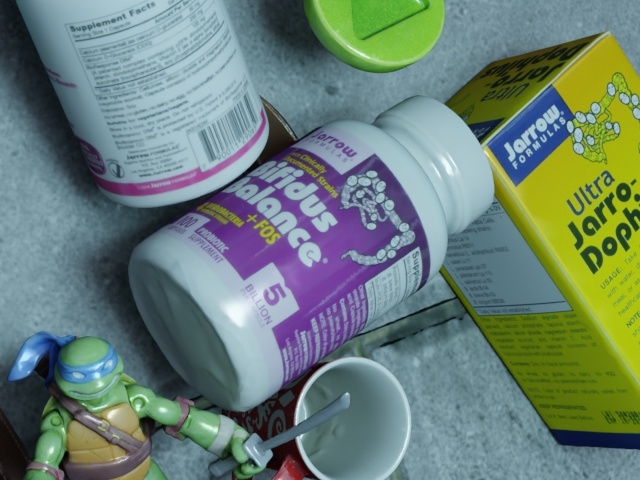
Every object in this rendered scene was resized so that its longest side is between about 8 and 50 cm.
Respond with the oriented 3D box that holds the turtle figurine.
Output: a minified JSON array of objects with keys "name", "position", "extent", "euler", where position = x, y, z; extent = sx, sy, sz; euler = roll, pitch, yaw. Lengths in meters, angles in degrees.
[{"name":"turtle figurine","position":[-0.142,0.219,1.369],"extent":[0.198,0.274,0.266],"euler":[-54,156,-40]}]

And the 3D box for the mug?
[{"name":"mug","position":[-0.027,0.163,1.505],"extent":[0.150,0.169,0.113],"euler":[-17,95,-28]}]

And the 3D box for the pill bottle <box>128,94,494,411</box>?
[{"name":"pill bottle","position":[0.000,0.000,1.465],"extent":[0.301,0.169,0.169],"euler":[-35,103,-25]}]

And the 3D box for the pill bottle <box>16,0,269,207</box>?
[{"name":"pill bottle","position":[-0.158,-0.183,1.415],"extent":[0.160,0.160,0.283],"euler":[-37,125,-26]}]

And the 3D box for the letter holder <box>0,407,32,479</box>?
[{"name":"letter holder","position":[-0.355,0.137,1.340],"extent":[0.214,0.152,0.302],"euler":[-44,107,-26]}]

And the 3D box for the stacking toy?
[{"name":"stacking toy","position":[0.003,-0.285,1.576],"extent":[0.309,0.130,0.279],"euler":[30,62,-13]}]

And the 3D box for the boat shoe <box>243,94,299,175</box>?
[{"name":"boat shoe","position":[-0.027,-0.062,1.583],"extent":[0.064,0.060,0.178],"euler":[-35,103,-26]}]

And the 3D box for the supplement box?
[{"name":"supplement box","position":[0.255,0.007,1.656],"extent":[0.195,0.194,0.356],"euler":[-42,106,-25]}]
